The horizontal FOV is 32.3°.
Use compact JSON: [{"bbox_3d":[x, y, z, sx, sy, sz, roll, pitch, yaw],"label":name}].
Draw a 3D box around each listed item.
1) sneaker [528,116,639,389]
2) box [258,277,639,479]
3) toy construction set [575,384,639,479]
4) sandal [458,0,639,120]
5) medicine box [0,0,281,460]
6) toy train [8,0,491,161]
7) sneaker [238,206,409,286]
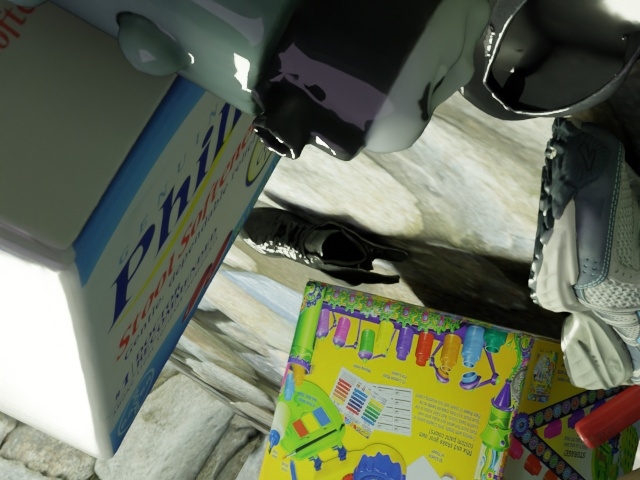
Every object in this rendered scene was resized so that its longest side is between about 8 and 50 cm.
[{"bbox_3d":[0.204,0.012,0.672,0.122,0.110,0.283,3,157,24],"label":"sneaker"},{"bbox_3d":[0.105,0.205,1.002,0.177,0.279,0.290,16,178,-40],"label":"box"},{"bbox_3d":[0.372,0.189,0.799,0.309,0.237,0.257,50,-169,-9],"label":"toy construction set"},{"bbox_3d":[0.116,-0.102,0.508,0.097,0.054,0.254,33,164,-9],"label":"sandal"},{"bbox_3d":[-0.116,-0.062,0.578,0.149,0.263,0.289,25,154,4],"label":"medicine box"},{"bbox_3d":[-0.069,-0.163,0.400,0.334,0.190,0.142,30,165,1],"label":"toy train"},{"bbox_3d":[-0.001,0.002,1.069,0.170,0.051,0.089,24,166,2],"label":"sneaker"}]
